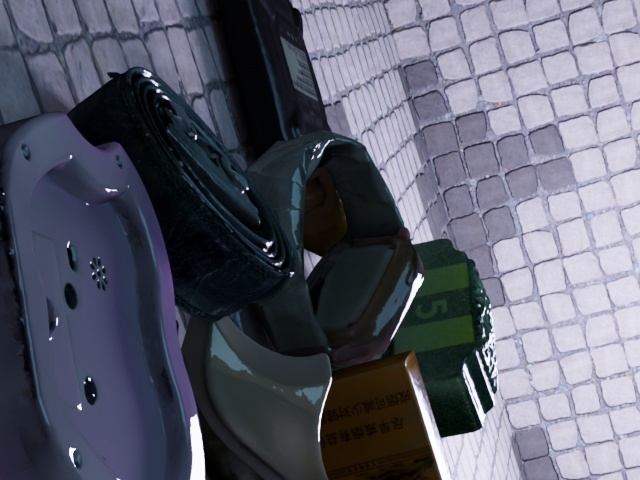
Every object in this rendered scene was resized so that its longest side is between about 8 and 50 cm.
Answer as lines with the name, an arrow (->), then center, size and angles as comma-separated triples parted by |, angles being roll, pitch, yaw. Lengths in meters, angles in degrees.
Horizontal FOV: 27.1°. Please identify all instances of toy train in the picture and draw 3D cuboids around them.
toy train -> 0.118, 0.136, 1.816 | 0.299, 0.238, 0.167 | -91, 163, -45

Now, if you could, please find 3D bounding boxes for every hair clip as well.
hair clip -> -0.058, 0.197, 1.221 | 0.172, 0.113, 0.282 | 31, 23, -32

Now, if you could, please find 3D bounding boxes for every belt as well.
belt -> -0.125, -0.031, 1.197 | 0.267, 0.116, 0.206 | 49, 13, -28

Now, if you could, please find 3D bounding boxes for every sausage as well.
sausage -> 0.026, -0.034, 1.900 | 0.354, 0.116, 0.134 | 27, 46, -75

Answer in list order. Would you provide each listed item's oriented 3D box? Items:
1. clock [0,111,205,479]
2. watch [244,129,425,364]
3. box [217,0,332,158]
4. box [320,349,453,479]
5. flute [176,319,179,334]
clock -> -0.184, 0.074, 0.948 | 0.338, 0.102, 0.339 | -16, 90, -77
watch -> 0.000, 0.000, 1.609 | 0.241, 0.161, 0.253 | 53, 49, -31
box -> -0.060, -0.235, 1.865 | 0.290, 0.073, 0.289 | 9, 66, -76
box -> 0.062, 0.284, 1.550 | 0.076, 0.174, 0.274 | -28, 101, -75
flute -> -0.136, 0.133, 1.172 | 0.269, 0.014, 0.014 | -98, 168, -67
